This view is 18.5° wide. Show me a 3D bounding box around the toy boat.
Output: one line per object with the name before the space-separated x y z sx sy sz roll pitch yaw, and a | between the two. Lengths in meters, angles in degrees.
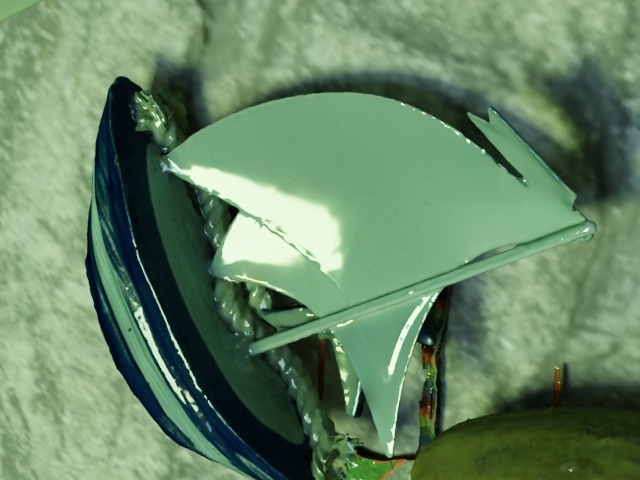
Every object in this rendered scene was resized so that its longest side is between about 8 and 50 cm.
toy boat | 0.002 0.028 0.905 0.291 0.070 0.210 6 116 37

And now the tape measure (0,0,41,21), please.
tape measure | -0.101 -0.216 0.810 0.235 0.115 0.207 -19 106 35

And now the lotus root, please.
lotus root | 0.120 0.118 0.869 0.183 0.077 0.090 -9 107 42

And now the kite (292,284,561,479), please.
kite | 0.053 0.091 0.961 0.198 0.006 0.244 13 125 30
